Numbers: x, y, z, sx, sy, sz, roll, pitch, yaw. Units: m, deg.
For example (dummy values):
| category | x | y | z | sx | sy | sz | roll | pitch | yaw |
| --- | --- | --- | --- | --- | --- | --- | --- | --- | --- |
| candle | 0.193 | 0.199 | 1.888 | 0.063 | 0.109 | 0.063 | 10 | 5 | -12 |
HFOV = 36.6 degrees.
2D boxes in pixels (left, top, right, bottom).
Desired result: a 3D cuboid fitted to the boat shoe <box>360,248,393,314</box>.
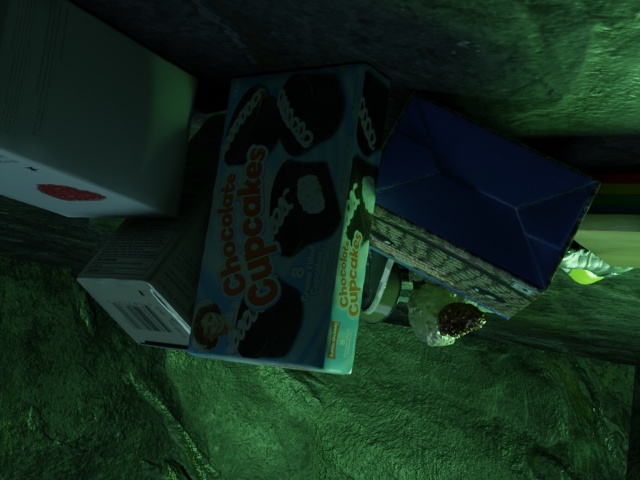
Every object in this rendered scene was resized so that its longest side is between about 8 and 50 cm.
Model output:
| category | x | y | z | sx | sy | sz | roll | pitch | yaw |
| --- | --- | --- | --- | --- | --- | --- | --- | --- | --- |
| boat shoe | 0.074 | 0.015 | 1.636 | 0.113 | 0.127 | 0.340 | 15 | 154 | -1 |

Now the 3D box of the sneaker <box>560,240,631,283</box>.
| category | x | y | z | sx | sy | sz | roll | pitch | yaw |
| --- | --- | --- | --- | --- | --- | --- | --- | --- | --- |
| sneaker | 0.415 | -0.002 | 1.526 | 0.121 | 0.111 | 0.300 | -13 | 164 | 39 |

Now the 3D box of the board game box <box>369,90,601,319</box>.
| category | x | y | z | sx | sy | sz | roll | pitch | yaw |
| --- | --- | --- | --- | --- | --- | --- | --- | --- | --- |
| board game box | 0.178 | -0.030 | 1.183 | 0.232 | 0.141 | 0.291 | 27 | 172 | 8 |

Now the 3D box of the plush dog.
| category | x | y | z | sx | sy | sz | roll | pitch | yaw |
| --- | --- | --- | --- | --- | --- | --- | --- | --- | --- |
| plush dog | 0.217 | 0.076 | 1.714 | 0.211 | 0.225 | 0.262 | 9 | 171 | -7 |

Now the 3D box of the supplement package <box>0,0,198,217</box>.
| category | x | y | z | sx | sy | sz | roll | pitch | yaw |
| --- | --- | --- | --- | --- | --- | --- | --- | --- | --- |
| supplement package | -0.294 | -0.138 | 1.036 | 0.177 | 0.175 | 0.293 | 1 | 168 | 30 |

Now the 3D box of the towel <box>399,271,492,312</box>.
| category | x | y | z | sx | sy | sz | roll | pitch | yaw |
| --- | --- | --- | --- | --- | --- | --- | --- | --- | --- |
| towel | 0.297 | 0.121 | 2.483 | 0.324 | 0.056 | 0.312 | 7 | 168 | 20 |

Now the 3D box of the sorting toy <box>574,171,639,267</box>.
| category | x | y | z | sx | sy | sz | roll | pitch | yaw |
| --- | --- | --- | --- | --- | --- | --- | --- | --- | --- |
| sorting toy | 0.492 | -0.025 | 1.307 | 0.257 | 0.089 | 0.255 | 2 | 169 | 32 |

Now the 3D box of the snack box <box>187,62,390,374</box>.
| category | x | y | z | sx | sy | sz | roll | pitch | yaw |
| --- | --- | --- | --- | --- | --- | --- | --- | --- | --- |
| snack box | -0.035 | -0.024 | 1.051 | 0.187 | 0.322 | 0.060 | 1 | 168 | 36 |

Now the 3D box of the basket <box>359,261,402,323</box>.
| category | x | y | z | sx | sy | sz | roll | pitch | yaw |
| --- | --- | --- | --- | --- | --- | --- | --- | --- | --- |
| basket | 0.037 | 0.090 | 2.202 | 0.227 | 0.154 | 0.204 | 16 | 170 | -23 |

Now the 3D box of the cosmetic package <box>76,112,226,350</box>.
| category | x | y | z | sx | sy | sz | roll | pitch | yaw |
| --- | --- | --- | --- | --- | --- | --- | --- | --- | --- |
| cosmetic package | -0.136 | -0.018 | 1.191 | 0.153 | 0.296 | 0.129 | 0 | 137 | 46 |
